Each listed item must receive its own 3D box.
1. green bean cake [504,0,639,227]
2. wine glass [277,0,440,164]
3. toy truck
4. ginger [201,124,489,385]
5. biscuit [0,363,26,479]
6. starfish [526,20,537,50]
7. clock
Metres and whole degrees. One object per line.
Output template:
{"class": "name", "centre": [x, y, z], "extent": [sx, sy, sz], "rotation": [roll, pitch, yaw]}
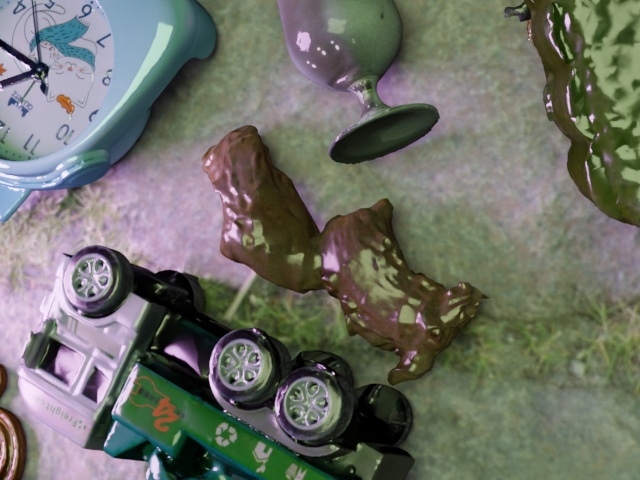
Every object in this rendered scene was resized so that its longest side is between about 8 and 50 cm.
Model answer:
{"class": "green bean cake", "centre": [0.309, -0.185, 1.126], "extent": [0.335, 0.218, 0.319], "rotation": [-13, 91, 9]}
{"class": "wine glass", "centre": [0.017, -0.190, 1.292], "extent": [0.103, 0.103, 0.231], "rotation": [-23, 73, 14]}
{"class": "toy truck", "centre": [-0.083, 0.143, 1.232], "extent": [0.363, 0.176, 0.178], "rotation": [31, 92, 26]}
{"class": "ginger", "centre": [0.002, 0.001, 1.278], "extent": [0.290, 0.084, 0.122], "rotation": [37, 101, 20]}
{"class": "biscuit", "centre": [-0.338, 0.173, 1.395], "extent": [0.124, 0.026, 0.175], "rotation": [-17, 78, 15]}
{"class": "starfish", "centre": [0.253, -0.238, 1.248], "extent": [0.209, 0.053, 0.150], "rotation": [-42, 82, 6]}
{"class": "clock", "centre": [-0.250, -0.157, 1.380], "extent": [0.223, 0.094, 0.274], "rotation": [39, 97, 19]}
